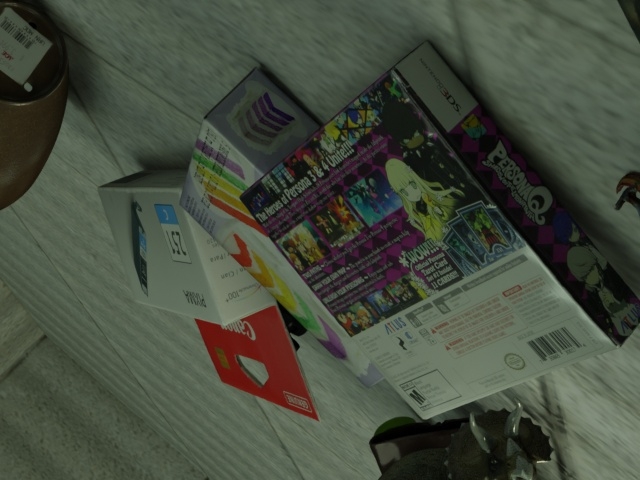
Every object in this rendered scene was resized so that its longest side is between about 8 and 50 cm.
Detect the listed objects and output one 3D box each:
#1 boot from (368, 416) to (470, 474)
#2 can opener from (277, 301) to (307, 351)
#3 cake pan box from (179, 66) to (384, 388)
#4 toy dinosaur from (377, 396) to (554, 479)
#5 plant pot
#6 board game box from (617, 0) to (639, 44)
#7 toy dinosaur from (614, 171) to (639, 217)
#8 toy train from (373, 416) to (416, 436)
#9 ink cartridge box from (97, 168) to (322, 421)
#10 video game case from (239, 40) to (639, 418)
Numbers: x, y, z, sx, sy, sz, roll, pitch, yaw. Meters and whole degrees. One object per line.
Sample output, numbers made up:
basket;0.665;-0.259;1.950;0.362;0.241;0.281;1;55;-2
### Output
boot;0.174;0.263;1.282;0.248;0.090;0.207;-7;105;23
can opener;-0.067;0.062;1.480;0.059;0.073;0.186;46;176;-36
cake pan box;0.000;0.000;1.137;0.245;0.070;0.267;43;163;0
toy dinosaur;0.116;0.239;1.225;0.313;0.121;0.160;-31;81;47
plant pot;-0.343;-0.154;1.415;0.215;0.215;0.230;48;149;-10
board game box;0.209;-0.038;0.586;0.186;0.026;0.126;53;162;-27
toy dinosaur;0.195;-0.010;0.709;0.082;0.047;0.090;36;-163;-1
toy train;0.095;0.244;1.463;0.248;0.105;0.143;18;139;58
ink cartridge box;-0.121;0.057;1.432;0.296;0.066;0.261;5;115;67
video game case;0.067;0.006;0.903;0.210;0.042;0.232;50;149;-3
